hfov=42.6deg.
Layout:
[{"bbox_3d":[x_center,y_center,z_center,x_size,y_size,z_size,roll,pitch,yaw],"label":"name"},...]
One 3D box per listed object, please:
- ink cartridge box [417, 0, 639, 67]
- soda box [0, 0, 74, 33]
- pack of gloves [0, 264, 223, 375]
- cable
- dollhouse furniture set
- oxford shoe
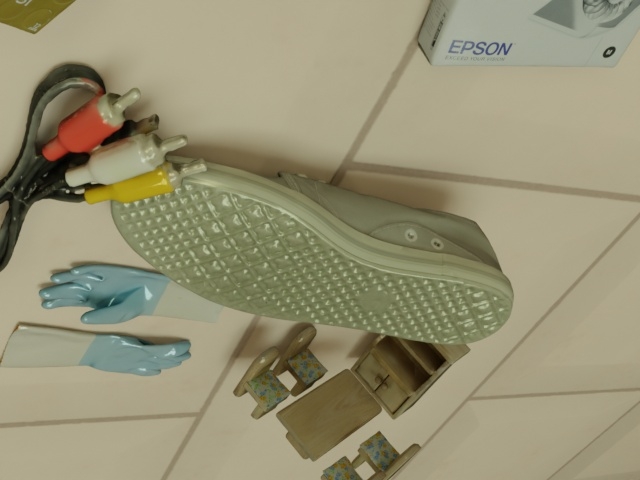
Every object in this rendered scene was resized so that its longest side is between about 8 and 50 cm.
[{"bbox_3d":[0.222,-0.254,0.728,0.223,0.045,0.224,-5,139,-21],"label":"ink cartridge box"},{"bbox_3d":[-0.222,-0.186,0.510,0.061,0.058,0.181,-33,175,14],"label":"soda box"},{"bbox_3d":[-0.229,0.111,0.955,0.232,0.046,0.195,9,132,-34],"label":"pack of gloves"},{"bbox_3d":[-0.251,-0.048,0.722,0.287,0.072,0.139,-29,130,12],"label":"cable"},{"bbox_3d":[0.056,0.191,1.070,0.242,0.212,0.161,-24,155,-46],"label":"dollhouse furniture set"},{"bbox_3d":[0.000,0.000,0.878,0.449,0.130,0.169,15,135,-19],"label":"oxford shoe"}]
